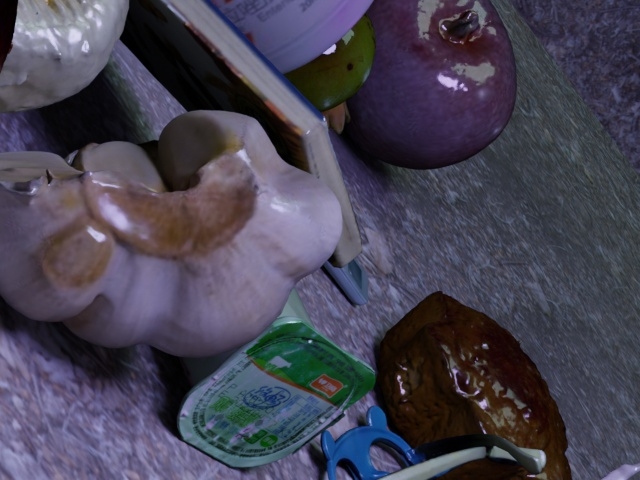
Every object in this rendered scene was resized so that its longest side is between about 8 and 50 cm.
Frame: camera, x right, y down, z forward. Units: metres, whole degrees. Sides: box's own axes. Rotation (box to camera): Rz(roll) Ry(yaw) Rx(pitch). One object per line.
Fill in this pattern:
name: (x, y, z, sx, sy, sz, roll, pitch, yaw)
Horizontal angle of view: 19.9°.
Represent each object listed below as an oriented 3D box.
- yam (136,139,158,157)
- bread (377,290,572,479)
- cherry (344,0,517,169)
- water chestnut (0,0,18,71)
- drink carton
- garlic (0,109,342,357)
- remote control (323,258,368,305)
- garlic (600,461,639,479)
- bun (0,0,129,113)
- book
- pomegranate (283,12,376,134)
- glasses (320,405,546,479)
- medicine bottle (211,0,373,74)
yam: (-0.083, -0.037, 1.724, 0.081, 0.081, 0.357, 63, 19, 16)
bread: (0.158, 0.164, 1.919, 0.232, 0.135, 0.246, 42, 24, -38)
cherry: (0.118, -0.209, 2.248, 0.261, 0.221, 0.307, 67, -21, 13)
water chestnut: (-0.298, -0.192, 1.124, 0.300, 0.300, 0.300, 49, 20, -25)
drink carton: (-0.063, 0.085, 1.509, 0.146, 0.144, 0.142, 37, 18, -48)
garlic: (-0.125, -0.001, 1.374, 0.203, 0.281, 0.184, -136, -145, -70)
remote control: (0.000, 0.000, 1.955, 0.162, 0.029, 0.061, 54, 20, -25)
garlic: (0.175, 0.342, 1.478, 0.340, 0.246, 0.231, 103, -31, -58)
bun: (-0.261, -0.199, 1.396, 0.244, 0.153, 0.244, 13, 57, -21)
book: (-0.126, -0.176, 1.565, 0.428, 0.039, 0.300, 46, -9, 20)
pomegranate: (-0.010, -0.208, 2.107, 0.159, 0.159, 0.205, -101, 178, -48)
glasses: (0.114, 0.227, 1.700, 0.239, 0.207, 0.102, -9, 104, -68)
medicine bottle: (-0.105, -0.353, 1.900, 0.325, 0.256, 0.256, 45, 22, -36)
